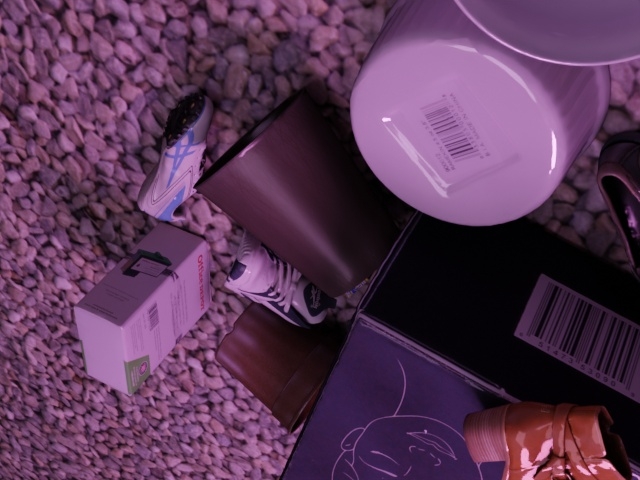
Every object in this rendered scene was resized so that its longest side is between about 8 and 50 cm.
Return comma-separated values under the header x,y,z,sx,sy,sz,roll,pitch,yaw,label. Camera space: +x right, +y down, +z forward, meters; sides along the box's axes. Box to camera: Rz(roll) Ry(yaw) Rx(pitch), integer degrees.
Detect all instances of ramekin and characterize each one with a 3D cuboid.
x,y,z,sx,sy,sz,roll,pitch,yaw,label
0.167,-0.148,1.145,0.277,0.135,0.277,17,135,18,ramekin

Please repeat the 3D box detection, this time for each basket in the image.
x,y,z,sx,sy,sz,roll,pitch,yaw,label
-0.018,-0.049,1.334,0.204,0.154,0.227,-35,104,32,basket

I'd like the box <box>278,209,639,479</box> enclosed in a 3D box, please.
x,y,z,sx,sy,sz,roll,pitch,yaw,label
0.239,0.258,1.349,0.480,0.297,0.472,29,135,7,box

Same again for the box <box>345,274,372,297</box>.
x,y,z,sx,sy,sz,roll,pitch,yaw,label
0.000,0.000,1.449,0.169,0.054,0.059,40,138,-4,box

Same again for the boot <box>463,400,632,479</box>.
x,y,z,sx,sy,sz,roll,pitch,yaw,label
0.250,0.247,1.071,0.152,0.073,0.197,-12,122,34,boot

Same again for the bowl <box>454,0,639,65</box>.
x,y,z,sx,sy,sz,roll,pitch,yaw,label
0.239,-0.316,0.914,0.297,0.134,0.298,2,124,3,bowl

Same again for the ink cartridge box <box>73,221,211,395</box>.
x,y,z,sx,sy,sz,roll,pitch,yaw,label
-0.267,0.101,1.594,0.092,0.219,0.160,22,136,19,ink cartridge box

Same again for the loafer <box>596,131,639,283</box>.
x,y,z,sx,sy,sz,roll,pitch,yaw,label
0.377,0.010,1.169,0.096,0.084,0.267,-18,108,42,loafer

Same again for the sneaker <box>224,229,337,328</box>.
x,y,z,sx,sy,sz,roll,pitch,yaw,label
-0.047,0.059,1.464,0.153,0.094,0.235,20,164,3,sneaker

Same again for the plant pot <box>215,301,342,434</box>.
x,y,z,sx,sy,sz,roll,pitch,yaw,label
-0.061,0.182,1.588,0.165,0.167,0.167,36,139,11,plant pot

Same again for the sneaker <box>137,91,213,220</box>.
x,y,z,sx,sy,sz,roll,pitch,yaw,label
-0.189,-0.116,1.457,0.086,0.085,0.237,15,138,-17,sneaker
